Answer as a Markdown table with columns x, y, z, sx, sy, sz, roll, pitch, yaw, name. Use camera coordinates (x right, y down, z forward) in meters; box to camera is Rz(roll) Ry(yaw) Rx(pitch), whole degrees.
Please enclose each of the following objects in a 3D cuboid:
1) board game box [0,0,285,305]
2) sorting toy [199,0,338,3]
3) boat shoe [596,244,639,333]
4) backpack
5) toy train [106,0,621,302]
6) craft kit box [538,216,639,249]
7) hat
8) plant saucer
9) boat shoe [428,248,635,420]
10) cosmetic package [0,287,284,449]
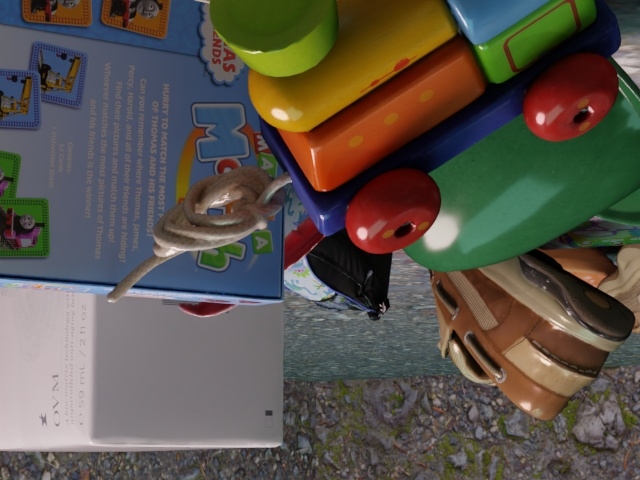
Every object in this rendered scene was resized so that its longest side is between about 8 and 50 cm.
| x | y | z | sx | sy | sz | roll | pitch | yaw | name |
| --- | --- | --- | --- | --- | --- | --- | --- | --- | --- |
| -0.115 | -0.056 | 0.677 | 0.212 | 0.160 | 0.039 | 6 | 171 | -28 | board game box |
| -0.014 | -0.126 | 0.627 | 0.083 | 0.044 | 0.075 | 7 | 161 | -39 | sorting toy |
| 0.346 | 0.064 | 1.444 | 0.122 | 0.110 | 0.341 | -25 | 165 | 6 | boat shoe |
| 0.000 | 0.000 | 1.193 | 0.084 | 0.105 | 0.114 | -3 | 159 | 37 | backpack |
| -0.007 | -0.060 | 0.586 | 0.248 | 0.105 | 0.143 | -32 | 152 | 3 | toy train |
| 0.237 | -0.042 | 1.089 | 0.247 | 0.060 | 0.250 | -8 | 168 | 28 | craft kit box |
| 0.049 | -0.004 | 0.728 | 0.173 | 0.183 | 0.208 | 40 | 166 | 9 | hat |
| 0.215 | 0.028 | 1.562 | 0.200 | 0.037 | 0.200 | 1 | 170 | 0 | plant saucer |
| 0.141 | 0.057 | 1.225 | 0.123 | 0.120 | 0.324 | 26 | -174 | -14 | boat shoe |
| -0.136 | 0.031 | 1.011 | 0.138 | 0.224 | 0.225 | 5 | 169 | -29 | cosmetic package |
